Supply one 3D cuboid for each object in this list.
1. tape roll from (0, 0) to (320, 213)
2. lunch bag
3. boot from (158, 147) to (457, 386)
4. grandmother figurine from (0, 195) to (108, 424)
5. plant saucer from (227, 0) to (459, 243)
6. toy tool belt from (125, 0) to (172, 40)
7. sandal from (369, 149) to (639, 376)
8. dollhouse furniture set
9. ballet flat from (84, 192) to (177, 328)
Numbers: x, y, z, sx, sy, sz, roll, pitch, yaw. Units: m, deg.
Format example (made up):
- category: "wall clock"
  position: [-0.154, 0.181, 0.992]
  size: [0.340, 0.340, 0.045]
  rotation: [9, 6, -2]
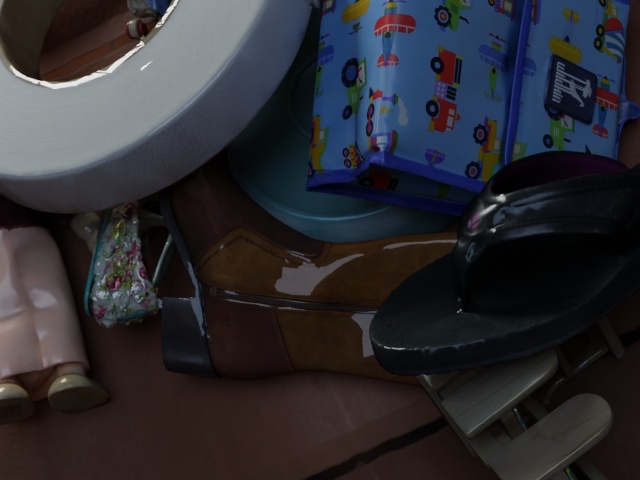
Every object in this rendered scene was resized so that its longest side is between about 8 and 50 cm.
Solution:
- category: "tape roll"
  position: [-0.190, -0.208, 1.211]
  size: [0.392, 0.072, 0.392]
  rotation: [-13, 58, 21]
- category: "lunch bag"
  position: [0.152, -0.132, 1.155]
  size: [0.293, 0.138, 0.220]
  rotation: [11, 79, -27]
- category: "boot"
  position: [0.000, 0.000, 1.181]
  size: [0.281, 0.096, 0.264]
  rotation: [1, 86, 11]
- category: "grandmother figurine"
  position: [-0.309, 0.003, 1.289]
  size: [0.208, 0.104, 0.342]
  rotation: [-4, 65, -23]
- category: "plant saucer"
  position: [0.021, -0.133, 1.276]
  size: [0.318, 0.043, 0.317]
  rotation: [-4, 72, 12]
- category: "toy tool belt"
  position: [-0.167, -0.245, 1.351]
  size: [0.051, 0.052, 0.083]
  rotation: [1, 74, 23]
- category: "sandal"
  position: [0.215, -0.031, 1.043]
  size: [0.446, 0.167, 0.107]
  rotation: [-27, 111, -21]
- category: "dollhouse furniture set"
  position: [0.203, 0.144, 1.047]
  size: [0.161, 0.212, 0.242]
  rotation: [-36, 36, -2]
- category: "ballet flat"
  position: [-0.169, -0.026, 1.263]
  size: [0.077, 0.091, 0.240]
  rotation: [1, 65, 4]
